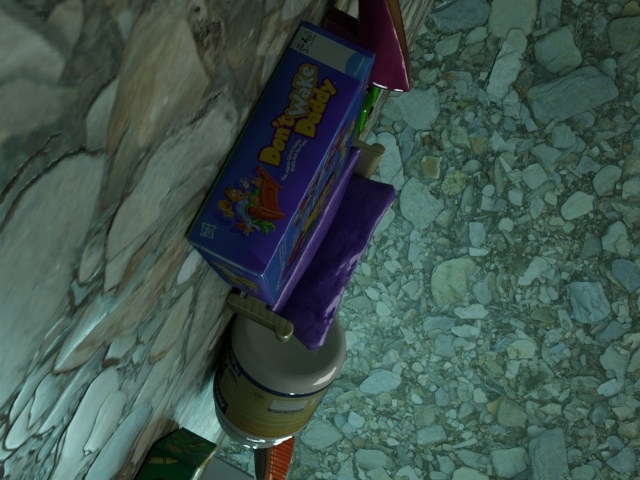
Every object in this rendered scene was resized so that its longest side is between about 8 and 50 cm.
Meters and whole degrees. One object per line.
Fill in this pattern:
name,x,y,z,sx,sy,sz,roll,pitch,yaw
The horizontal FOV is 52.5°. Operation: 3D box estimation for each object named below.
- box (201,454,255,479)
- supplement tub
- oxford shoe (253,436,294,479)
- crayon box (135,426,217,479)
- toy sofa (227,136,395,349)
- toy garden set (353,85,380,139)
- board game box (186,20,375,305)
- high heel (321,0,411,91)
box,-0.261,0.560,1.409,0.181,0.182,0.119,-63,178,-17
supplement tub,-0.096,0.271,1.329,0.228,0.228,0.316,-62,177,-45
oxford shoe,-0.144,0.412,1.536,0.130,0.133,0.363,58,23,-54
crayon box,-0.262,0.423,1.108,0.165,0.081,0.278,-63,178,-11
toy sofa,0.000,0.000,1.116,0.362,0.177,0.150,-62,178,-13
toy garden set,0.067,-0.252,1.483,0.204,0.049,0.244,100,16,-76
board game box,-0.040,-0.057,0.748,0.233,0.078,0.347,-63,178,-11
high heel,0.081,-0.264,0.655,0.082,0.117,0.244,-61,177,-49
